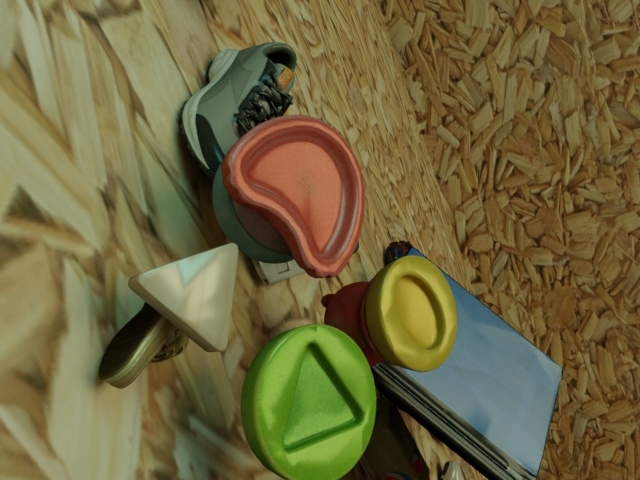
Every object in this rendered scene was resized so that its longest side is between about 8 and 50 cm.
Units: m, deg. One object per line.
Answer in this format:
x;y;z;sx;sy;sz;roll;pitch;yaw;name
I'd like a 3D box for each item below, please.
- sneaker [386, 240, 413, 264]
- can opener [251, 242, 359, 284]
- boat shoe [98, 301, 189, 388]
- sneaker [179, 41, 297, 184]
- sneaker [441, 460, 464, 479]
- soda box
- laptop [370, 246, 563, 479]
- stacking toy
0.192;0.101;1.151;0.221;0.083;0.087;-79;154;-43;sneaker
0.000;0.000;0.723;0.283;0.095;0.075;-13;87;-62;can opener
-0.128;0.074;0.421;0.045;0.050;0.135;59;25;-21;boat shoe
-0.088;-0.161;0.617;0.100;0.108;0.271;56;29;-41;sneaker
0.345;0.577;1.065;0.094;0.153;0.234;40;39;-58;sneaker
0.113;0.330;0.805;0.181;0.061;0.058;62;25;-25;soda box
0.261;0.203;0.781;0.382;0.236;0.408;39;-5;0;laptop
-0.031;0.058;0.508;0.308;0.130;0.279;55;52;-14;stacking toy
